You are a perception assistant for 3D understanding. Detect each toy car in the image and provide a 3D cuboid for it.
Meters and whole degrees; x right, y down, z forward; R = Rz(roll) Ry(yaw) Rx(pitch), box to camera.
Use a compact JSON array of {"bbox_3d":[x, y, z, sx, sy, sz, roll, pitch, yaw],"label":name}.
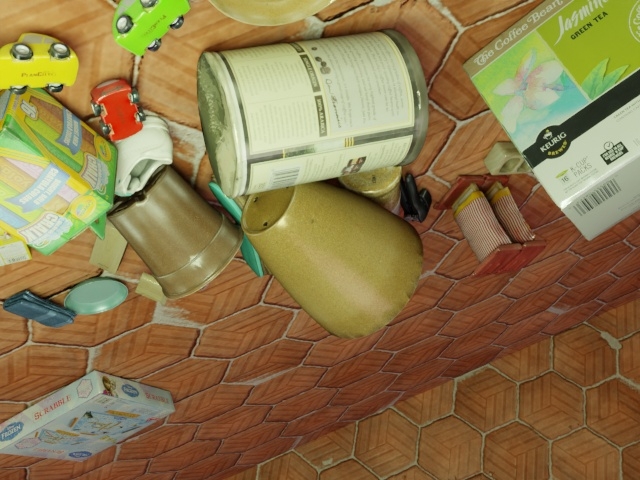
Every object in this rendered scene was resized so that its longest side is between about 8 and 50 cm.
[{"bbox_3d":[-0.256,-0.238,0.839,0.225,0.053,0.239,-38,156,15],"label":"toy car"}]

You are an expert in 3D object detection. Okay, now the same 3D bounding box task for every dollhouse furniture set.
[{"bbox_3d":[0.416,-0.109,1.399,0.152,0.201,0.374,-6,147,-30],"label":"dollhouse furniture set"},{"bbox_3d":[-0.314,0.004,1.228,0.151,0.123,0.144,25,133,-10],"label":"dollhouse furniture set"}]

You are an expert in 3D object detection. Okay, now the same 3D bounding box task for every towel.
[{"bbox_3d":[-0.521,0.130,1.261,0.067,0.029,0.119,-18,148,27],"label":"towel"}]

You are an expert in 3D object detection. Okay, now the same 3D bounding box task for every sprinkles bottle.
[{"bbox_3d":[0.100,-0.045,1.355,0.121,0.121,0.355,-21,150,-6],"label":"sprinkles bottle"}]

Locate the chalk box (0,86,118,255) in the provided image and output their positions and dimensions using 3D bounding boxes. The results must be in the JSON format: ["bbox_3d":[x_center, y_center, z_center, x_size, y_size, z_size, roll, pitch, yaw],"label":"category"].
[{"bbox_3d":[-0.355,-0.082,0.892,0.132,0.132,0.213,-34,132,18],"label":"chalk box"}]

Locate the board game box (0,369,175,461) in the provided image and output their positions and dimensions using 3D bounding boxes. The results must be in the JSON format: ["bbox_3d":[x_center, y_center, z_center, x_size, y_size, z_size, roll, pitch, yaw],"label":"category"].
[{"bbox_3d":[-0.590,0.455,1.724,0.318,0.066,0.318,-29,151,9],"label":"board game box"}]

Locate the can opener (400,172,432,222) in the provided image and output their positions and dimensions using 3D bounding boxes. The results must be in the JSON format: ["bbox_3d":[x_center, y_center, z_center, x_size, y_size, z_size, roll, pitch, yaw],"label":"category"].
[{"bbox_3d":[0.185,-0.093,1.421,0.059,0.073,0.186,7,159,27],"label":"can opener"}]

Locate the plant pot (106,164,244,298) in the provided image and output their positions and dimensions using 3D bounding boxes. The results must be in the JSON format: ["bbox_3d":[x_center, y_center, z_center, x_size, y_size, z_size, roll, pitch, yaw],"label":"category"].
[{"bbox_3d":[-0.237,-0.023,1.074,0.167,0.167,0.165,-32,117,14],"label":"plant pot"}]

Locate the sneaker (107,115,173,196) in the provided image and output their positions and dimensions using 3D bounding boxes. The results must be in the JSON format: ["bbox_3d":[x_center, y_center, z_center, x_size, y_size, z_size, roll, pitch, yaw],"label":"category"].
[{"bbox_3d":[-0.308,-0.093,1.004,0.212,0.094,0.080,-33,151,16],"label":"sneaker"}]

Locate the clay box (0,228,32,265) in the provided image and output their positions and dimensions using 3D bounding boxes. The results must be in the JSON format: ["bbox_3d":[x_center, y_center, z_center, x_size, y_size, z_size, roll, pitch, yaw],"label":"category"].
[{"bbox_3d":[-0.514,-0.036,0.989,0.127,0.053,0.222,-14,148,-18],"label":"clay box"}]

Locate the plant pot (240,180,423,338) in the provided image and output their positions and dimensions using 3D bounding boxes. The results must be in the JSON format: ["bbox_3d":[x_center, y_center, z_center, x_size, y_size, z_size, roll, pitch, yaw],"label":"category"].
[{"bbox_3d":[0.000,0.000,1.108,0.237,0.237,0.254,-36,129,21],"label":"plant pot"}]

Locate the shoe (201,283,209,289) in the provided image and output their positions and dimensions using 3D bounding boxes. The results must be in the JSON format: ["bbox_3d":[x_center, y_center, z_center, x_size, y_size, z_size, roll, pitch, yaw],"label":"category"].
[{"bbox_3d":[-0.211,0.028,1.266,0.081,0.063,0.178,-58,172,-28],"label":"shoe"}]

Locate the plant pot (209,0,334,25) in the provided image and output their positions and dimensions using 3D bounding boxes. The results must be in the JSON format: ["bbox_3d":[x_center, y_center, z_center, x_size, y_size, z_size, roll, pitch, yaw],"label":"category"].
[{"bbox_3d":[-0.043,-0.365,0.817,0.236,0.032,0.236,-18,149,-11],"label":"plant pot"}]

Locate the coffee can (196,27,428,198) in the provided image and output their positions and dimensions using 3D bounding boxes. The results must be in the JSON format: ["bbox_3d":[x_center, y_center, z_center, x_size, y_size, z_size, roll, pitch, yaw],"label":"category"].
[{"bbox_3d":[-0.016,-0.182,0.963,0.275,0.201,0.201,-13,149,-19],"label":"coffee can"}]

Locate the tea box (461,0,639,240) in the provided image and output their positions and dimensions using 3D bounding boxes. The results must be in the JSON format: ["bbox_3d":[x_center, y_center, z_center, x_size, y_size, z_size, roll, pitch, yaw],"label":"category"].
[{"bbox_3d":[0.472,-0.237,1.105,0.329,0.323,0.220,-37,149,20],"label":"tea box"}]

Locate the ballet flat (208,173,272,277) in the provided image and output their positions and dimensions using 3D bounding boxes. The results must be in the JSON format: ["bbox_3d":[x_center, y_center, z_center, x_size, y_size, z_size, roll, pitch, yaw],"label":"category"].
[{"bbox_3d":[-0.106,-0.048,1.229,0.124,0.116,0.342,-40,152,-13],"label":"ballet flat"}]

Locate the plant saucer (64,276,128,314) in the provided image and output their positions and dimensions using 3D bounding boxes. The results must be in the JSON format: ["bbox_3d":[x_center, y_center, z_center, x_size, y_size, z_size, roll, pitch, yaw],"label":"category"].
[{"bbox_3d":[-0.433,0.103,1.308,0.119,0.021,0.119,-18,151,-10],"label":"plant saucer"}]
